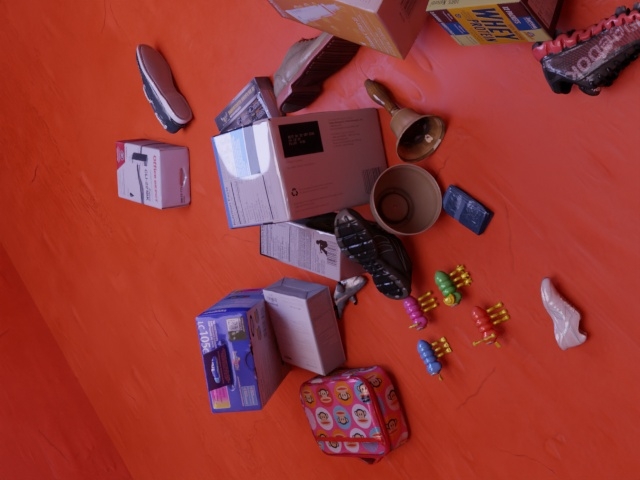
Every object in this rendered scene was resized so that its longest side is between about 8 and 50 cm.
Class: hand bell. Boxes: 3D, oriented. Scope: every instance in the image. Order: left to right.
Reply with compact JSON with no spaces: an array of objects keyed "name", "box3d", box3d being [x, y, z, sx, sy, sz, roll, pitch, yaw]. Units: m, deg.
[{"name":"hand bell","box3d":[0.165,-0.298,1.637,0.242,0.126,0.126,54,134,37]}]

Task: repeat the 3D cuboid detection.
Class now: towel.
[{"name":"towel","box3d":[0.319,-0.067,1.574,0.119,0.029,0.067,41,127,31]}]

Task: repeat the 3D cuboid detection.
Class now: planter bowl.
[{"name":"planter bowl","box3d":[0.182,-0.083,1.634,0.109,0.162,0.162,142,109,-74]}]

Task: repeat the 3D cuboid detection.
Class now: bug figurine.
[{"name":"bug figurine","box3d":[0.287,0.190,1.644,0.279,0.072,0.216,-44,69,43]}]

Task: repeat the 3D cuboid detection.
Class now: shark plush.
[{"name":"shark plush","box3d":[0.067,0.152,1.878,0.067,0.073,0.161,23,116,6]}]

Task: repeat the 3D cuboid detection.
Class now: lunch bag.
[{"name":"lunch bag","box3d":[0.091,0.472,1.897,0.293,0.120,0.258,-18,91,48]}]

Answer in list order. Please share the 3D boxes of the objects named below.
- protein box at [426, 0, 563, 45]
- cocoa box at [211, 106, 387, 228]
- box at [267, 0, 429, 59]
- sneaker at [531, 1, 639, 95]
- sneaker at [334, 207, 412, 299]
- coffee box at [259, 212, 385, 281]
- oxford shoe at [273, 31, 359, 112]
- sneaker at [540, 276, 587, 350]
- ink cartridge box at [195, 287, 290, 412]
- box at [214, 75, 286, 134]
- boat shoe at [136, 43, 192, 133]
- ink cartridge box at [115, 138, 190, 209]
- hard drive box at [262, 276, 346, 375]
[{"name":"protein box","box3d":[0.336,-0.484,1.313,0.200,0.136,0.201,11,80,44]},{"name":"cocoa box","box3d":[-0.041,-0.172,1.685,0.228,0.347,0.231,-6,96,47]},{"name":"box","box3d":[0.042,-0.550,1.517,0.345,0.215,0.168,27,90,26]},{"name":"sneaker","box3d":[0.510,-0.331,1.258,0.276,0.098,0.135,-11,93,49]},{"name":"sneaker","box3d":[0.127,0.019,1.661,0.101,0.106,0.267,-15,123,41]},{"name":"coffee box","box3d":[0.000,0.000,1.821,0.297,0.168,0.118,16,112,43]},{"name":"oxford shoe","box3d":[-0.022,-0.461,1.758,0.348,0.123,0.130,-38,66,42]},{"name":"sneaker","box3d":[0.491,0.142,1.443,0.061,0.054,0.152,-23,87,31]},{"name":"ink cartridge box","box3d":[-0.210,0.295,1.947,0.151,0.395,0.270,-8,96,10]},{"name":"box","box3d":[-0.192,-0.322,2.014,0.231,0.056,0.183,-34,75,45]},{"name":"boat shoe","box3d":[-0.516,-0.480,2.266,0.091,0.114,0.302,-37,73,39]},{"name":"ink cartridge box","box3d":[-0.559,-0.224,2.376,0.273,0.114,0.197,15,110,42]},{"name":"hard drive box","box3d":[-0.044,0.231,1.947,0.181,0.089,0.232,10,119,46]}]
